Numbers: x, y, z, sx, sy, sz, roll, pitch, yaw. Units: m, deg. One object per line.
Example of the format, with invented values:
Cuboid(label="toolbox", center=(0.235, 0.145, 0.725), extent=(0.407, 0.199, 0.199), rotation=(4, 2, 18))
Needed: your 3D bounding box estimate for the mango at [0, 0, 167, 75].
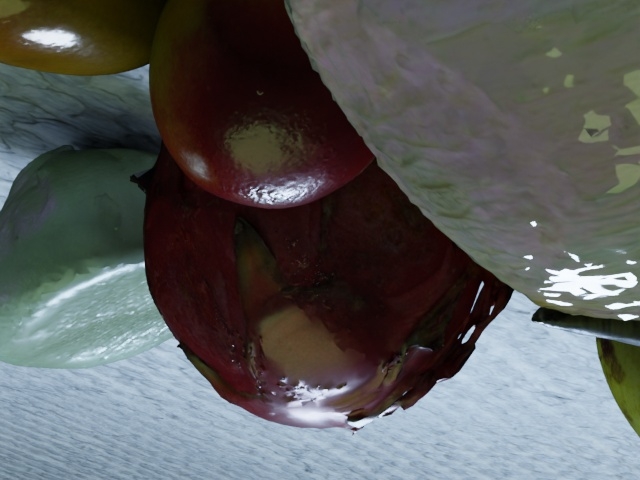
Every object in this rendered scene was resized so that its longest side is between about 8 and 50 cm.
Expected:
Cuboid(label="mango", center=(-0.197, -0.181, 1.192), extent=(0.152, 0.120, 0.221), rotation=(-3, 166, 27))

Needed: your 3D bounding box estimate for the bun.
Cuboid(label="bun", center=(-0.223, -0.001, 1.646), extent=(0.293, 0.187, 0.293), rotation=(-18, 157, -8))

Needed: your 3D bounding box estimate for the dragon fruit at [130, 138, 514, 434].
Cuboid(label="dragon fruit", center=(0.000, 0.000, 1.378), extent=(0.296, 0.301, 0.295), rotation=(-30, -175, 3))

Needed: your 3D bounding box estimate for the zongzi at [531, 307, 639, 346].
Cuboid(label="zongzi", center=(0.344, 0.105, 1.223), extent=(0.432, 0.208, 0.403), rotation=(-23, 130, -17))

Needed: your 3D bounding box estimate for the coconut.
Cuboid(label="coconut", center=(0.152, -0.149, 0.737), extent=(0.405, 0.404, 0.404), rotation=(8, 162, 3))

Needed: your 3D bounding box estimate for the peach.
Cuboid(label="peach", center=(-0.032, -0.111, 1.177), extent=(0.197, 0.197, 0.197), rotation=(8, 162, 3))

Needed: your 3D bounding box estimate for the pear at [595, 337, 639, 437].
Cuboid(label="pear", center=(0.393, 0.092, 1.526), extent=(0.284, 0.283, 0.283), rotation=(8, 162, 3))
